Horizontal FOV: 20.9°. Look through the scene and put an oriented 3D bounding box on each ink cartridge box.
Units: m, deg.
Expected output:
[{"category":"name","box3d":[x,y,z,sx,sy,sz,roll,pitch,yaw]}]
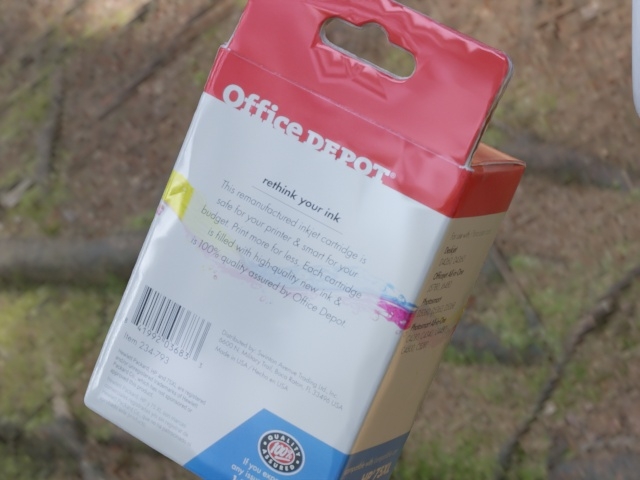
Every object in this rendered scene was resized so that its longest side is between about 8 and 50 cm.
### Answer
[{"category":"ink cartridge box","box3d":[0.000,0.000,0.789,0.134,0.078,0.231,29,104,21]}]

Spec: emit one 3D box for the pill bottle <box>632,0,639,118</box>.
[{"category":"pill bottle","box3d":[0.259,-0.109,0.683,0.264,0.146,0.146,3,50,13]}]
